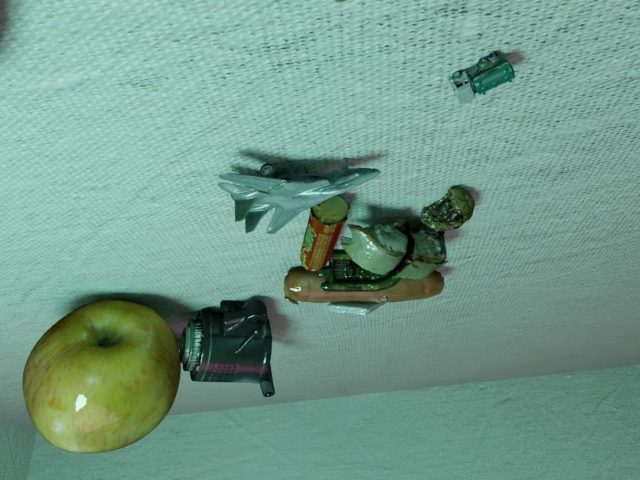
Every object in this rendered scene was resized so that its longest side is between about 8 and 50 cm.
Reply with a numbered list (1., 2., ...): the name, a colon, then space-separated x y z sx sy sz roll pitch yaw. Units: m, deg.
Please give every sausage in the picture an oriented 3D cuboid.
1. sausage: 0.000 0.000 0.977 0.083 0.083 0.264 1 151 -10
2. sausage: 0.115 0.115 1.180 0.418 0.094 0.094 0 169 -9

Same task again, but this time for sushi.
1. sushi: 0.159 0.025 0.960 0.134 0.109 0.272 -30 156 35

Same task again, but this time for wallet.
1. wallet: 0.105 0.172 1.243 0.124 0.032 0.183 0 -176 27

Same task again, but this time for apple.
1. apple: -0.555 0.342 1.192 0.391 0.391 0.347 9 126 -22

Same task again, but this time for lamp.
1. lamp: -0.282 0.326 1.374 0.272 0.205 0.374 -5 134 -9

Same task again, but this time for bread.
1. bread: 0.267 -0.057 0.935 0.082 0.060 0.113 13 145 -24

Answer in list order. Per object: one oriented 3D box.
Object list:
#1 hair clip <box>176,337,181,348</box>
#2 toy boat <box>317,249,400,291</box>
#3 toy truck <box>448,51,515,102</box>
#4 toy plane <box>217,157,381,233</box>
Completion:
1. hair clip: -0.520 0.383 1.483 0.072 0.226 0.034 -26 101 45
2. toy boat: 0.095 0.074 1.108 0.210 0.104 0.052 1 -177 -7
3. toy truck: 0.228 -0.227 0.646 0.083 0.044 0.039 -21 144 26
4. toy plane: -0.030 -0.098 0.804 0.267 0.088 0.212 -19 149 9
